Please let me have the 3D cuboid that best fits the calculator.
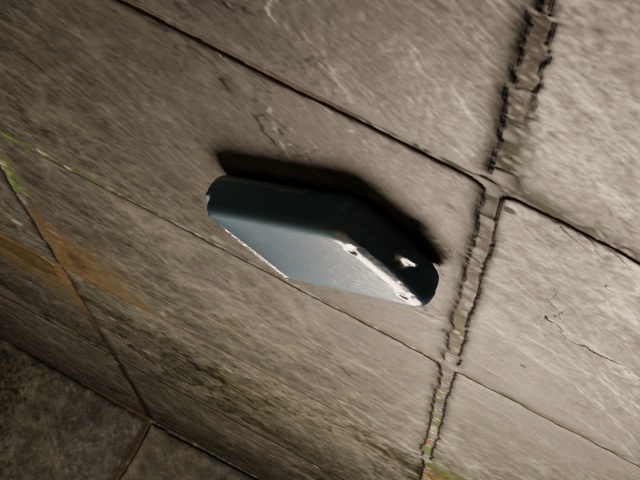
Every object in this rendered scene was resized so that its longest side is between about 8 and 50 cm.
[{"bbox_3d":[0.000,0.000,1.270,0.210,0.039,0.121,11,159,50],"label":"calculator"}]
